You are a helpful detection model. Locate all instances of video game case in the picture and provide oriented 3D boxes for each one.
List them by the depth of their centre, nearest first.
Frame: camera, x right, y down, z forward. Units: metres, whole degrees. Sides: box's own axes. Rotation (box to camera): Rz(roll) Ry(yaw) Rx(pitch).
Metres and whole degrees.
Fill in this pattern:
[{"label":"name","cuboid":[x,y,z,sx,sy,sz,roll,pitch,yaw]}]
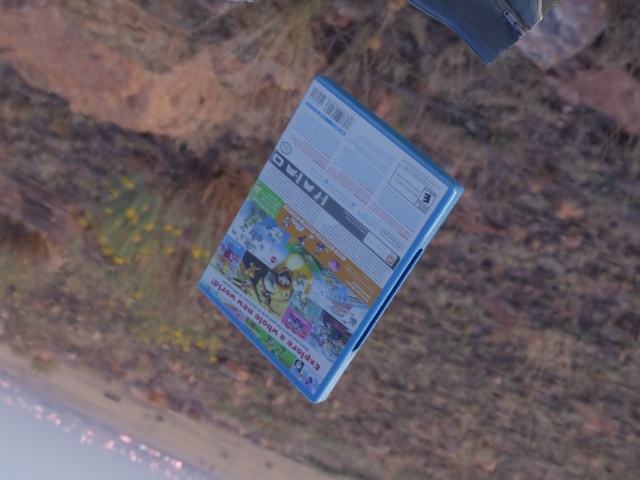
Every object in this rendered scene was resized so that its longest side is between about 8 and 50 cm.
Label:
[{"label":"video game case","cuboid":[0.000,0.000,0.644,0.119,0.166,0.015,42,-156,25]}]

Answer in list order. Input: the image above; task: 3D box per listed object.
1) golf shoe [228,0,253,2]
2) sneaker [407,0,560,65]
[{"label":"golf shoe","cuboid":[-0.015,-0.220,0.622,0.198,0.077,0.094,-34,148,26]},{"label":"sneaker","cuboid":[0.157,-0.239,0.746,0.118,0.222,0.083,43,-161,0]}]
